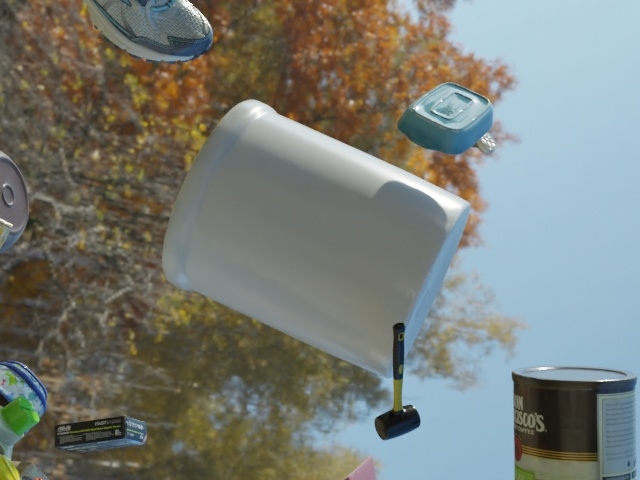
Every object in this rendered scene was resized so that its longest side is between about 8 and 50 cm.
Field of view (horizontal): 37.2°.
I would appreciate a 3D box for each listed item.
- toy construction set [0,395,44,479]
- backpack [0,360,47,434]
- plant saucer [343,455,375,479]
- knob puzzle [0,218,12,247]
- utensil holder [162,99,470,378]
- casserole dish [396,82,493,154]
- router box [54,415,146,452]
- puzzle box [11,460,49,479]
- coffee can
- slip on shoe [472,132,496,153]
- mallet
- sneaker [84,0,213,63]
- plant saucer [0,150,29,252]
[{"bbox_3d":[-0.307,0.183,0.716,0.151,0.215,0.327,-31,-161,10],"label":"toy construction set"},{"bbox_3d":[-0.421,0.212,1.274,0.114,0.105,0.084,-29,-164,42],"label":"backpack"},{"bbox_3d":[0.000,0.510,1.708,0.259,0.048,0.258,-47,168,5],"label":"plant saucer"},{"bbox_3d":[-0.595,-0.009,1.462,0.213,0.213,0.030,-53,-160,42],"label":"knob puzzle"},{"bbox_3d":[0.000,0.000,1.498,0.327,0.386,0.327,-60,166,-25],"label":"utensil holder"},{"bbox_3d":[0.193,-0.188,1.423,0.188,0.114,0.037,-40,152,-47],"label":"casserole dish"},{"bbox_3d":[-0.354,0.315,1.539,0.092,0.123,0.038,57,25,-68],"label":"router box"},{"bbox_3d":[-0.348,0.469,1.345,0.272,0.409,0.052,-15,-153,50],"label":"puzzle box"},{"bbox_3d":[0.420,0.355,1.570,0.201,0.202,0.275,176,-87,-66],"label":"coffee can"},{"bbox_3d":[0.304,-0.196,1.847,0.041,0.051,0.135,-53,-156,23],"label":"slip on shoe"},{"bbox_3d":[0.100,0.199,1.317,0.039,0.062,0.189,41,-32,50],"label":"mallet"},{"bbox_3d":[-0.252,-0.333,1.187,0.122,0.283,0.110,-48,-170,50],"label":"sneaker"},{"bbox_3d":[-0.573,-0.079,1.701,0.198,0.036,0.198,-9,90,-79],"label":"plant saucer"}]
